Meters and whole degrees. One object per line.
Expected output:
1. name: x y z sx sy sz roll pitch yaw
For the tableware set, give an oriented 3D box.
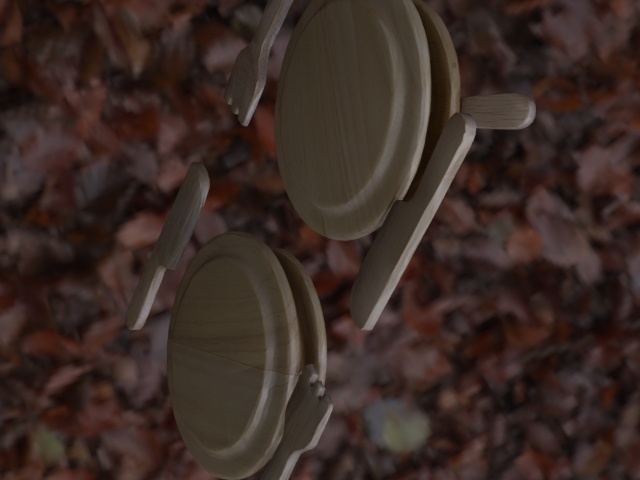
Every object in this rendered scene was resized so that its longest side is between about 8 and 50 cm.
1. tableware set: 0.000 0.000 0.567 0.039 0.128 0.194 4 128 -33
